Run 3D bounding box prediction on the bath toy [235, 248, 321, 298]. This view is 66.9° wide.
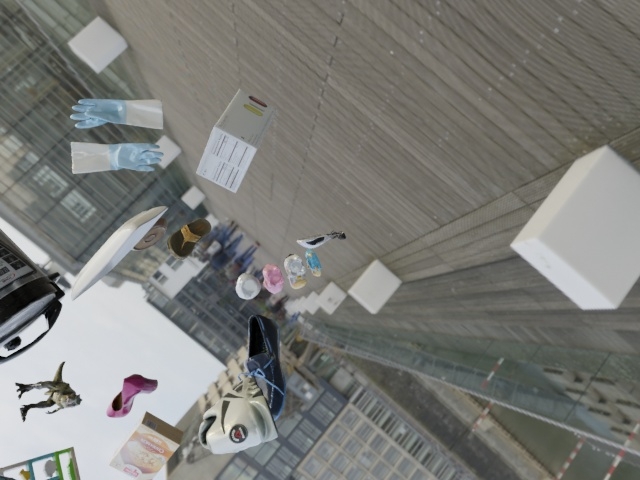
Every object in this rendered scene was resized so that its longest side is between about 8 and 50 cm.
[{"bbox_3d":[-0.174,0.145,1.943,0.129,0.348,0.152,-158,51,-68],"label":"bath toy"}]

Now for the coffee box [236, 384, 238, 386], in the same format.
[{"bbox_3d":[-0.293,0.613,1.734,0.040,0.184,0.113,9,165,5],"label":"coffee box"}]

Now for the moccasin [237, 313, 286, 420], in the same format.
[{"bbox_3d":[-0.195,0.389,1.504,0.117,0.137,0.342,44,-157,-43],"label":"moccasin"}]

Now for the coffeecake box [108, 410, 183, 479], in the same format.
[{"bbox_3d":[-0.551,0.660,1.536,0.142,0.185,0.068,36,-170,-14],"label":"coffeecake box"}]

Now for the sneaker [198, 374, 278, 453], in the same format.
[{"bbox_3d":[-0.180,0.363,1.001,0.330,0.146,0.123,121,127,-73],"label":"sneaker"}]

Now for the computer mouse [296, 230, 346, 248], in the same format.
[{"bbox_3d":[0.000,0.000,1.804,0.106,0.192,0.042,9,109,60],"label":"computer mouse"}]

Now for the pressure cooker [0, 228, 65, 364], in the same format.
[{"bbox_3d":[-1.060,0.184,1.533,0.420,0.370,0.375,49,174,-6],"label":"pressure cooker"}]

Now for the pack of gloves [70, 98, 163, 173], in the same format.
[{"bbox_3d":[-0.529,-0.277,1.256,0.046,0.231,0.195,163,104,-78],"label":"pack of gloves"}]

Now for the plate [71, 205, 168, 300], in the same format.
[{"bbox_3d":[-0.565,0.017,1.355,0.045,0.278,0.277,43,-169,-12],"label":"plate"}]

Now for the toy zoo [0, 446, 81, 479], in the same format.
[{"bbox_3d":[-0.977,0.845,1.654,0.293,0.030,0.192,2,-122,-52],"label":"toy zoo"}]

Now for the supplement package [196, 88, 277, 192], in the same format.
[{"bbox_3d":[-0.273,-0.331,1.597,0.145,0.262,0.204,26,132,-11],"label":"supplement package"}]

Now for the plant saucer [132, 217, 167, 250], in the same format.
[{"bbox_3d":[-0.612,-0.016,1.715,0.029,0.168,0.168,52,171,11],"label":"plant saucer"}]

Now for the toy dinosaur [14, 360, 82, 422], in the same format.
[{"bbox_3d":[-0.629,0.350,1.116,0.268,0.118,0.064,12,110,54],"label":"toy dinosaur"}]

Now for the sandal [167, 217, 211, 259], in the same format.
[{"bbox_3d":[-0.350,-0.016,1.313,0.072,0.180,0.049,44,127,-6],"label":"sandal"}]

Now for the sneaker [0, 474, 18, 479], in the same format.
[{"bbox_3d":[-0.536,0.509,0.933,0.262,0.125,0.104,54,-171,-35],"label":"sneaker"}]

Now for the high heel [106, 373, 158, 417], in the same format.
[{"bbox_3d":[-0.625,0.487,1.506,0.117,0.244,0.082,28,-141,-47],"label":"high heel"}]
